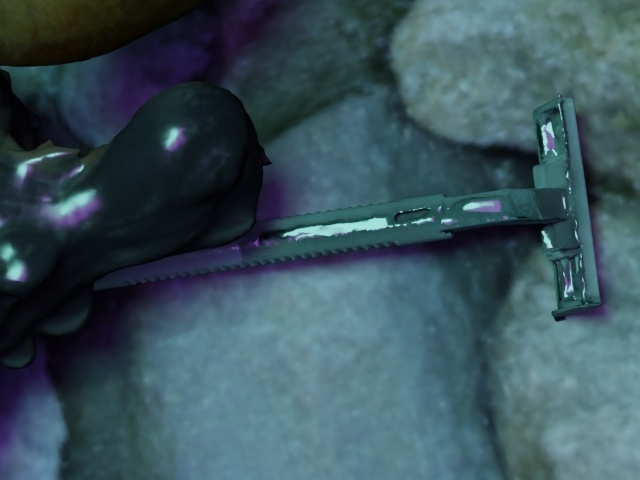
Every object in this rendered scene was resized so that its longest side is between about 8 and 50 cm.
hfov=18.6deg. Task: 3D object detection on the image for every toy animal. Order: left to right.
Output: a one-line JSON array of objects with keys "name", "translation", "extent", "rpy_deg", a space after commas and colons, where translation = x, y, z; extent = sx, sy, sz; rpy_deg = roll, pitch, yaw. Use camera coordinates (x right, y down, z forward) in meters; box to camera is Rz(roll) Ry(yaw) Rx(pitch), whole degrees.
[{"name": "toy animal", "translation": [-0.181, 0.045, 0.725], "extent": [0.168, 0.106, 0.343], "rpy_deg": [40, 89, 19]}]

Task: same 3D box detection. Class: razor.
[{"name": "razor", "translation": [-0.001, -0.001, 0.757], "extent": [0.211, 0.036, 0.084], "rpy_deg": [-7, 79, 4]}]

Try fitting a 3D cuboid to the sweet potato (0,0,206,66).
[{"name": "sweet potato", "translation": [-0.039, -0.180, 0.753], "extent": [0.095, 0.106, 0.354], "rpy_deg": [17, 62, 25]}]
